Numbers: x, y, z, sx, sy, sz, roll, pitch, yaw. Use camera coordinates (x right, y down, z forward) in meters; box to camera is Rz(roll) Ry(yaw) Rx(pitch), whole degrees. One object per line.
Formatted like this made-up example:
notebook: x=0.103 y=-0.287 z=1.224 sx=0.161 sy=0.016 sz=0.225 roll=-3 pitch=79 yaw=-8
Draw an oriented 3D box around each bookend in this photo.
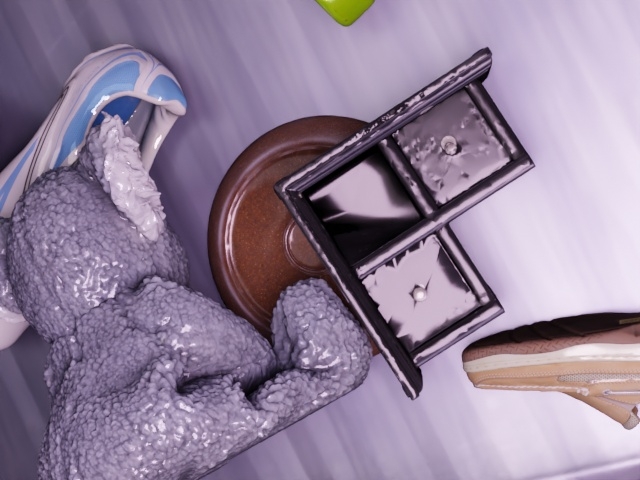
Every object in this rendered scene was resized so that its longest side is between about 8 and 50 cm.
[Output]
bookend: x=0.079 y=-0.010 z=0.998 sx=0.156 sy=0.072 sz=0.157 roll=-32 pitch=88 yaw=3

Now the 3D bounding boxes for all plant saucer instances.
plant saucer: x=0.000 y=0.000 z=1.067 sx=0.168 sy=0.029 sz=0.168 roll=0 pitch=90 yaw=16

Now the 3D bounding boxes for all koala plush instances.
koala plush: x=-0.121 y=0.045 z=0.990 sx=0.196 sy=0.203 sz=0.221 roll=-33 pitch=83 yaw=33

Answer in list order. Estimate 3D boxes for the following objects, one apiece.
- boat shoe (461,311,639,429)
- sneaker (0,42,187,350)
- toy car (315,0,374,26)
boat shoe: x=0.184 y=0.084 z=1.000 sx=0.190 sy=0.068 sz=0.072 roll=-7 pitch=101 yaw=16
sneaker: x=-0.174 y=-0.022 z=1.079 sx=0.237 sy=0.085 sz=0.086 roll=-57 pitch=43 yaw=8
toy car: x=0.002 y=-0.263 z=1.032 sx=0.155 sy=0.149 sz=0.188 roll=-43 pitch=51 yaw=9
